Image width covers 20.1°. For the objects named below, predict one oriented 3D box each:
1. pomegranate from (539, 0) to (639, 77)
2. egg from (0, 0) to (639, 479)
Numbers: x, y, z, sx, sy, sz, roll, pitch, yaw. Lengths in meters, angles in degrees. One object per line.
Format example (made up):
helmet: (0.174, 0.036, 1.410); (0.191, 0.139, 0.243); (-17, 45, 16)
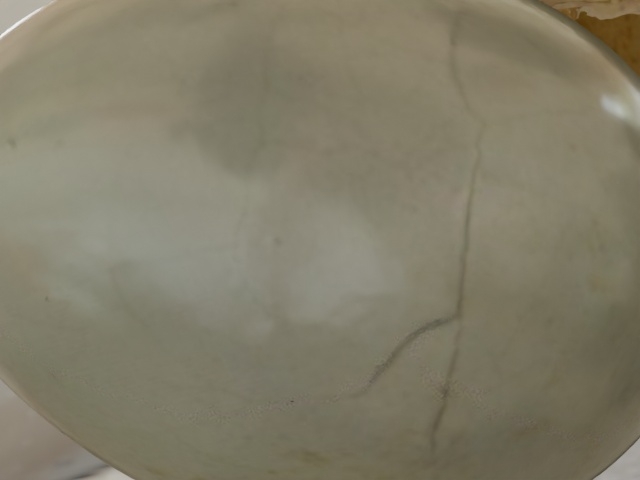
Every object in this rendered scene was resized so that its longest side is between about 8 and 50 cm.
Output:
pomegranate: (0.144, -0.110, 0.776); (0.319, 0.319, 0.319); (-9, 10, 2)
egg: (0.000, 0.000, 0.462); (0.209, 0.151, 0.151); (7, 4, -21)
